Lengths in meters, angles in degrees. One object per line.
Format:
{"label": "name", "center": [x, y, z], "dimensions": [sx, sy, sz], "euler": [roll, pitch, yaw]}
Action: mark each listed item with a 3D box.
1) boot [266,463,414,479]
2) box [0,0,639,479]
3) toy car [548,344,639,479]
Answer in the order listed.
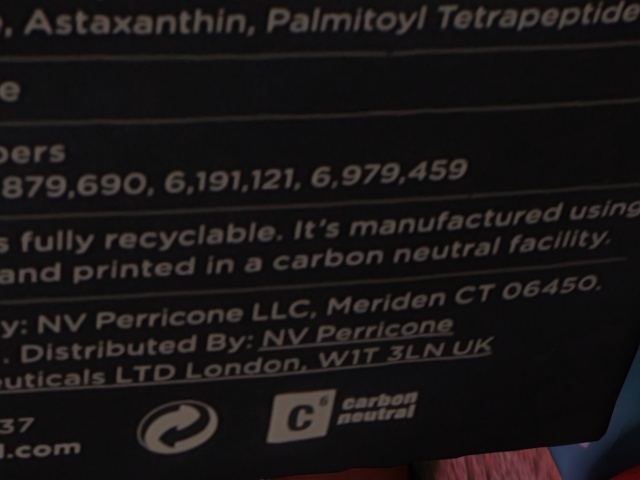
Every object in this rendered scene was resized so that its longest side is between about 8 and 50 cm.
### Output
{"label": "boot", "center": [-0.034, 0.035, 0.903], "dimensions": [0.264, 0.096, 0.280], "euler": [46, 145, 30]}
{"label": "box", "center": [-0.062, -0.256, 0.461], "dimensions": [0.480, 0.297, 0.471], "euler": [-107, 19, -44]}
{"label": "toy car", "center": [0.048, 0.165, 0.487], "dimensions": [0.219, 0.238, 0.210], "euler": [-110, 22, -48]}
